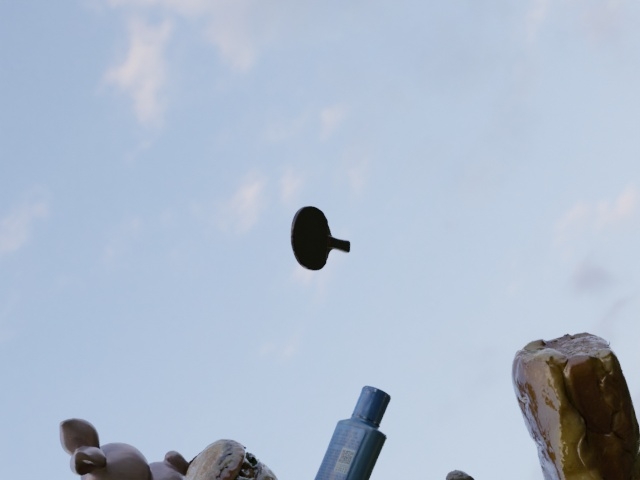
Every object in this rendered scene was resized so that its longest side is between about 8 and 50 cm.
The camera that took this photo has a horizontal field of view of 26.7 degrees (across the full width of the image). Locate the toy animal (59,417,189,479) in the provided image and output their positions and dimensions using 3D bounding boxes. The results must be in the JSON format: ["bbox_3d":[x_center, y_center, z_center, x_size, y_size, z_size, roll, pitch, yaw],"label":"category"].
[{"bbox_3d":[-0.275,0.311,1.764,0.212,0.124,0.124,33,-83,-33],"label":"toy animal"}]

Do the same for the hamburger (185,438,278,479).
[{"bbox_3d":[-0.177,0.450,2.218,0.146,0.286,0.243,41,-82,-13],"label":"hamburger"}]

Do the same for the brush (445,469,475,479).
[{"bbox_3d":[0.267,0.436,1.990,0.039,0.042,0.299,-48,-60,-18],"label":"brush"}]

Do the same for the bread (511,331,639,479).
[{"bbox_3d":[0.381,0.301,1.904,0.148,0.344,0.195,-18,7,4],"label":"bread"}]

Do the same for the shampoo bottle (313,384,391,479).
[{"bbox_3d":[0.048,0.363,2.220,0.061,0.103,0.258,37,-111,-37],"label":"shampoo bottle"}]

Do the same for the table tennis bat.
[{"bbox_3d":[0.000,0.000,1.996,0.158,0.014,0.095,14,-106,-58],"label":"table tennis bat"}]
